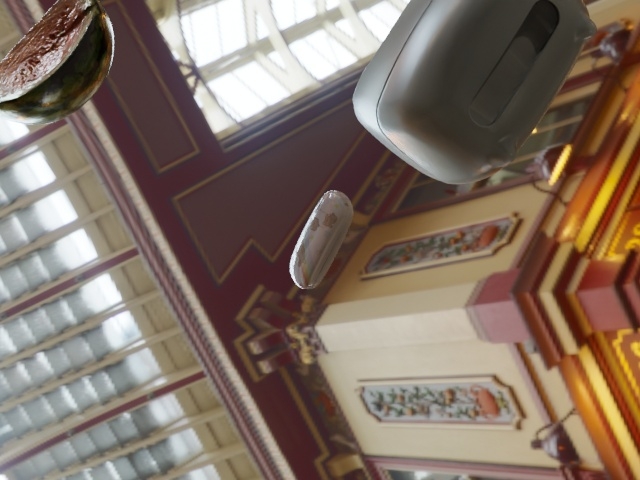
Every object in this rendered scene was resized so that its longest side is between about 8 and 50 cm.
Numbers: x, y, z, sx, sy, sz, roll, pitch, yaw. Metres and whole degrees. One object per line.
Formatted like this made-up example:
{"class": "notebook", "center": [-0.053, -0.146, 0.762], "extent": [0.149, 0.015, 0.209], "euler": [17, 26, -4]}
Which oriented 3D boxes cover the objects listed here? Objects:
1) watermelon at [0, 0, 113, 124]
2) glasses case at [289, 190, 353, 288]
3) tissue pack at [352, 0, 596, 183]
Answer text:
{"class": "watermelon", "center": [-0.253, -0.168, 0.819], "extent": [0.087, 0.069, 0.163], "euler": [41, -97, -19]}
{"class": "glasses case", "center": [0.000, 0.000, 0.653], "extent": [0.021, 0.083, 0.032], "euler": [5, -146, -37]}
{"class": "tissue pack", "center": [0.222, -0.253, 1.216], "extent": [0.229, 0.236, 0.333], "euler": [34, -92, -28]}
